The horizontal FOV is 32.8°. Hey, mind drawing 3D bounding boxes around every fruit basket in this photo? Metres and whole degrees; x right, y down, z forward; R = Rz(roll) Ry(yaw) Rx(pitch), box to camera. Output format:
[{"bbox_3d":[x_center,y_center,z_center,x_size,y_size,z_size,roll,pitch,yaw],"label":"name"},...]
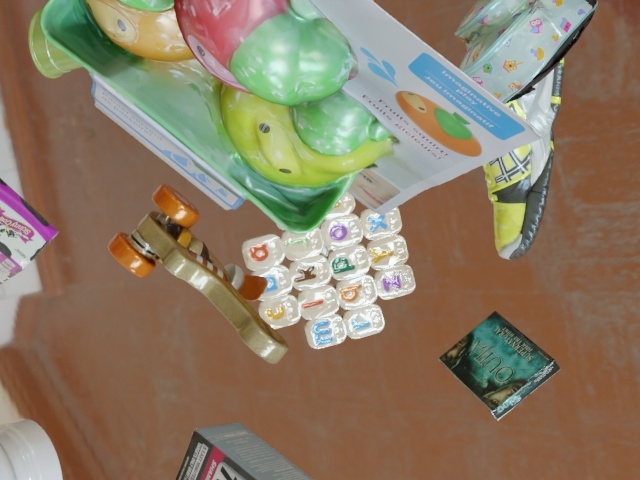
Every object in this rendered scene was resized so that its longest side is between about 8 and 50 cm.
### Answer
[{"bbox_3d":[-0.054,-0.126,0.669,0.327,0.165,0.353,39,176,-5],"label":"fruit basket"}]

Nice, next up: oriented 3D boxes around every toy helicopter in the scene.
[{"bbox_3d":[-0.167,0.078,1.767,0.140,0.235,0.355,-48,59,4],"label":"toy helicopter"}]

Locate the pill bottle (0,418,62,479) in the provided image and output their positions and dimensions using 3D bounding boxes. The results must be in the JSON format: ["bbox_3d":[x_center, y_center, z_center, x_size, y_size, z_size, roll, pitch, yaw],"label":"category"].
[{"bbox_3d":[-0.443,0.300,1.248,0.153,0.264,0.153,15,111,45],"label":"pill bottle"}]

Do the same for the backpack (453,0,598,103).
[{"bbox_3d":[0.270,-0.283,1.507,0.144,0.188,0.166,37,157,-11],"label":"backpack"}]

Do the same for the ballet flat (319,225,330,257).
[{"bbox_3d":[0.000,0.000,2.306,0.041,0.041,0.114,3,106,51],"label":"ballet flat"}]

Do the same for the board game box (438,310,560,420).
[{"bbox_3d":[0.276,0.193,1.703,0.026,0.126,0.186,53,176,-28],"label":"board game box"}]

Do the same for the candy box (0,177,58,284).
[{"bbox_3d":[-0.448,-0.023,1.425,0.159,0.071,0.233,45,156,-12],"label":"candy box"}]

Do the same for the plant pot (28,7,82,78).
[{"bbox_3d":[-0.284,-0.234,1.274,0.079,0.083,0.083,0,104,21],"label":"plant pot"}]

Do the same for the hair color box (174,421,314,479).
[{"bbox_3d":[-0.064,0.453,1.634,0.374,0.113,0.185,31,106,32],"label":"hair color box"}]

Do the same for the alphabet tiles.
[{"bbox_3d":[0.015,0.044,1.874,0.021,0.277,0.284,-113,8,-71],"label":"alphabet tiles"}]

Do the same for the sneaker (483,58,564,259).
[{"bbox_3d":[0.300,-0.157,1.734,0.147,0.145,0.385,5,110,9],"label":"sneaker"}]
